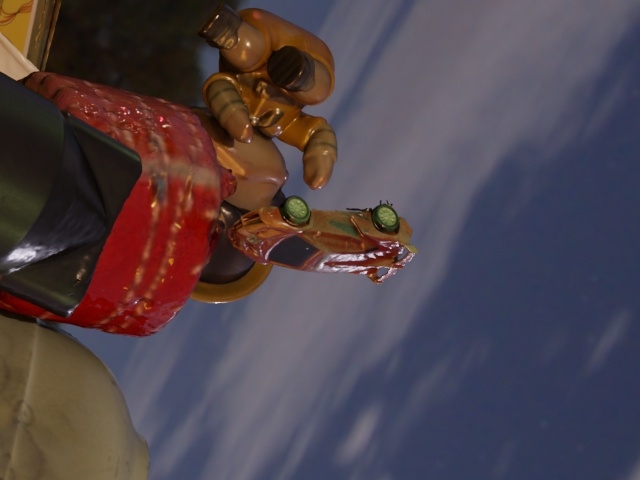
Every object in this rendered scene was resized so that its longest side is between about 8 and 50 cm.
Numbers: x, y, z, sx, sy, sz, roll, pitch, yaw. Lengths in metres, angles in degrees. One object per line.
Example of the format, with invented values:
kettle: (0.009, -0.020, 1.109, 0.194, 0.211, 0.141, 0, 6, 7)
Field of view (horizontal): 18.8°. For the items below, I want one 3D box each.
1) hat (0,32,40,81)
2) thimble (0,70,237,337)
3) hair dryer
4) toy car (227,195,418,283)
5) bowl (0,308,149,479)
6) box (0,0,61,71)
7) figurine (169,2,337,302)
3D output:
hat: (-0.306, -0.111, 1.717, 0.126, 0.203, 0.203, -42, -172, -9)
thimble: (-0.155, -0.024, 1.300, 0.189, 0.125, 0.163, 25, -80, 62)
hair dryer: (-0.277, -0.039, 1.136, 0.302, 0.244, 0.116, -7, -120, 45)
toy car: (0.000, 0.000, 1.231, 0.059, 0.122, 0.035, -41, -126, 48)
bowl: (-0.221, 0.193, 1.354, 0.307, 0.163, 0.307, -163, -90, -76)
box: (-0.471, -0.218, 2.009, 0.138, 0.373, 0.420, 45, -51, 40)
figurine: (-0.085, -0.071, 1.622, 0.257, 0.192, 0.167, -54, -161, 15)
